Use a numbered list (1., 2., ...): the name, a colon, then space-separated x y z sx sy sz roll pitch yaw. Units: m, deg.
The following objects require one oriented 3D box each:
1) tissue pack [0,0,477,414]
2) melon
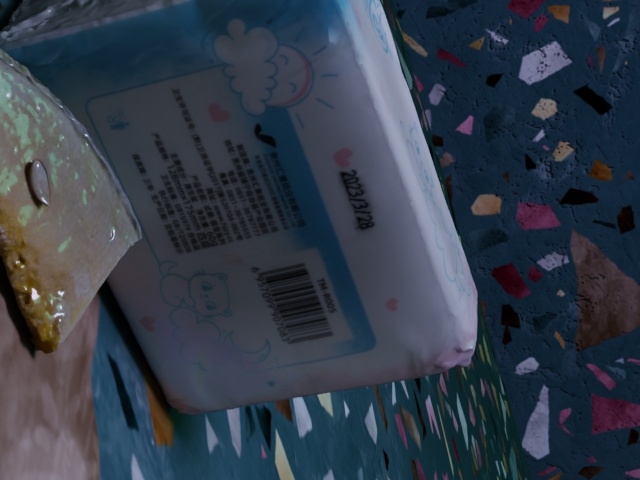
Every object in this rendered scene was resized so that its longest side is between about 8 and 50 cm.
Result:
1. tissue pack: -0.038 -0.041 0.778 0.124 0.201 0.271 -74 148 -54
2. melon: -0.154 -0.044 0.653 0.098 0.054 0.182 -66 142 -48
